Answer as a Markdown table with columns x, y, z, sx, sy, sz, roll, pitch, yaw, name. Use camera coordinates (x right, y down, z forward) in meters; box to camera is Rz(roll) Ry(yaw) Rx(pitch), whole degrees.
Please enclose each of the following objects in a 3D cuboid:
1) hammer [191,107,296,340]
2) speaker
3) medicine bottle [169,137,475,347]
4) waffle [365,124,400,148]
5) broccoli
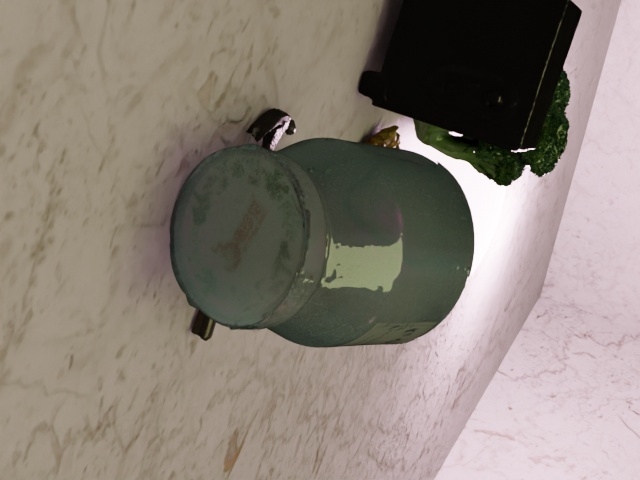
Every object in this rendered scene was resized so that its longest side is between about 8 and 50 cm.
| x | y | z | sx | sy | sz | roll | pitch | yaw | name |
| --- | --- | --- | --- | --- | --- | --- | --- | --- | --- |
| -0.097 | -0.020 | 1.463 | 0.297 | 0.027 | 0.125 | -70 | 163 | 3 | hammer |
| 0.221 | -0.276 | 1.745 | 0.184 | 0.254 | 0.232 | -11 | 121 | -70 | speaker |
| 0.000 | 0.000 | 1.349 | 0.290 | 0.245 | 0.245 | 6 | 105 | -51 | medicine bottle |
| 0.080 | -0.095 | 1.881 | 0.191 | 0.038 | 0.191 | -55 | 157 | -38 | waffle |
| 0.295 | -0.238 | 2.046 | 0.275 | 0.308 | 0.308 | -7 | 124 | -27 | broccoli |
